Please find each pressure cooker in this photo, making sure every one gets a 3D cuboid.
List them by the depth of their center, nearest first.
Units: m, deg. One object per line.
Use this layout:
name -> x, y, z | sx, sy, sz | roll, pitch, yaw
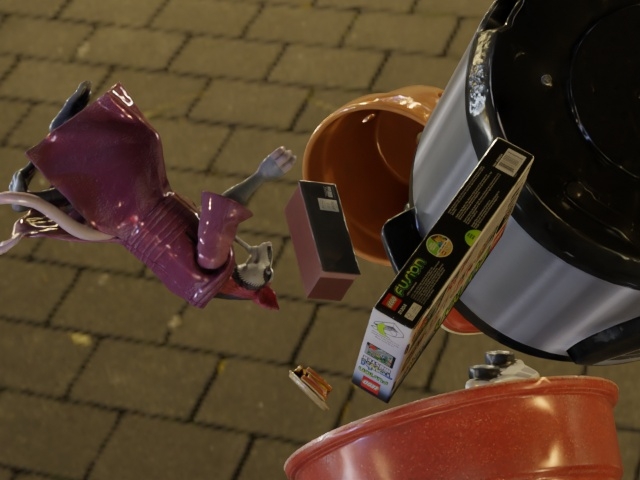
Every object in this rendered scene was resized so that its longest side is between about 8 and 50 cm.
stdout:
pressure cooker -> 0.288, -0.071, 1.484 | 0.370, 0.420, 0.375 | 22, 69, -2

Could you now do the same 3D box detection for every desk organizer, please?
desk organizer -> 0.000, 0.000, 1.585 | 0.047, 0.050, 0.130 | 6, 49, -25

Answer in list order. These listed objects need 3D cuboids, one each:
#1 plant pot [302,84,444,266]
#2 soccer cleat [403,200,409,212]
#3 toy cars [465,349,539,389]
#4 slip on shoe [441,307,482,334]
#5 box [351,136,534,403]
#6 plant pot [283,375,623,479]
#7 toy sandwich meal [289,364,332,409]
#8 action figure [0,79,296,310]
plant pot -> 0.144, -0.128, 2.380 | 0.291, 0.290, 0.203 | 13, 32, 22
soccer cleat -> 0.135, -0.024, 1.952 | 0.072, 0.060, 0.179 | -39, -5, 15
toy cars -> 0.241, 0.245, 1.682 | 0.087, 0.393, 0.176 | 0, 53, 17
slip on shoe -> 0.316, 0.057, 2.065 | 0.331, 0.123, 0.101 | -15, 4, 12
box -> 0.098, 0.023, 1.156 | 0.036, 0.114, 0.207 | 30, 55, 12
plant pot -> 0.132, 0.272, 1.103 | 0.272, 0.272, 0.265 | -12, 70, -5
toy sandwich meal -> -0.010, 0.200, 1.994 | 0.029, 0.085, 0.085 | -45, 50, -6
action figure -> -0.202, -0.022, 1.790 | 0.370, 0.248, 0.275 | 39, 50, 3
